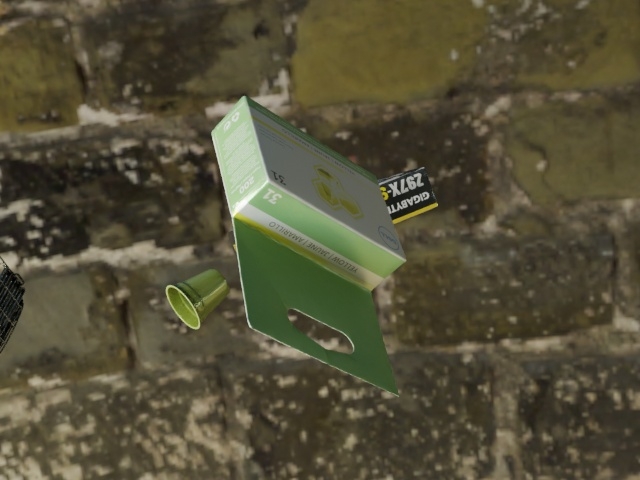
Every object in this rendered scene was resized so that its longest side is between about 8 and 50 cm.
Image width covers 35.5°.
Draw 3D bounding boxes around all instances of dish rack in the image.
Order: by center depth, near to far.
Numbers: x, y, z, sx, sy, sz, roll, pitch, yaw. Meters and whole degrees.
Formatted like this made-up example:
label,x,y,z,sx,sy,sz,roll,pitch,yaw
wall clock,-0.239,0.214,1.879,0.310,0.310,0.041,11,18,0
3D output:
label,x,y,z,sx,sy,sz,roll,pitch,yaw
dish rack,-0.566,0.061,1.528,0.074,0.271,0.208,-9,40,24

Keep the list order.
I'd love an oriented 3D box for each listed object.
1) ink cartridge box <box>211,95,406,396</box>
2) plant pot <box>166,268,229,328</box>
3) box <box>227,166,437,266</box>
label,x,y,z,sx,sy,sz,roll,pitch,yaw
ink cartridge box,0.000,0.000,0.840,0.056,0.171,0.235,-43,39,23
plant pot,-0.190,0.085,1.597,0.079,0.083,0.083,-37,29,-28
box,0.010,-0.035,1.727,0.257,0.079,0.322,-20,5,-24
